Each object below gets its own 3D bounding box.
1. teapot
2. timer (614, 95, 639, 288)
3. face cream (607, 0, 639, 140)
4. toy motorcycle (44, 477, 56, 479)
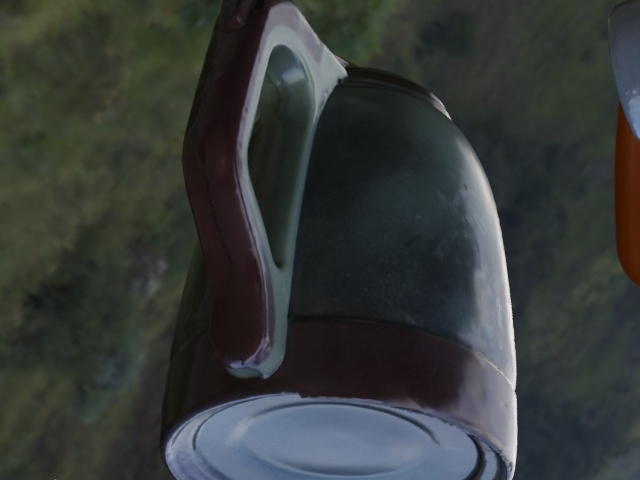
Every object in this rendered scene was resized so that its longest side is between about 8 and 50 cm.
[{"bbox_3d":[0.000,0.000,1.124,0.233,0.315,0.312,-12,-124,24],"label":"teapot"},{"bbox_3d":[0.283,-0.104,0.948,0.161,0.250,0.257,11,-153,37],"label":"timer"},{"bbox_3d":[0.223,-0.088,0.688,0.198,0.084,0.057,-11,-151,27],"label":"face cream"},{"bbox_3d":[-0.181,0.258,1.009,0.274,0.187,0.124,-108,-169,-63],"label":"toy motorcycle"}]
